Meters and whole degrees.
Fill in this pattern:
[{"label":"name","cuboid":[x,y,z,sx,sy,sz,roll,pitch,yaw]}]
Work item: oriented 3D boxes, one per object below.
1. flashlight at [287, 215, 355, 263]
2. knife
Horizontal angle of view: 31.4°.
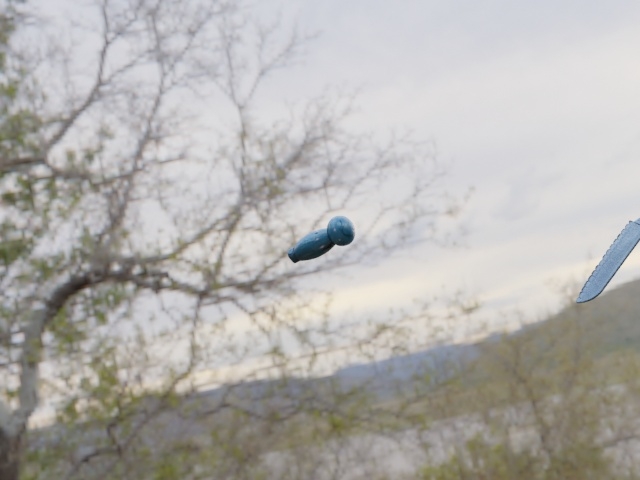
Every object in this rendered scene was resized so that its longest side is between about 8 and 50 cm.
[{"label":"flashlight","cuboid":[0.000,0.000,1.841,0.129,0.051,0.051,-25,-16,30]},{"label":"knife","cuboid":[0.523,-0.018,1.887,0.313,0.044,0.019,-53,-44,-2]}]
